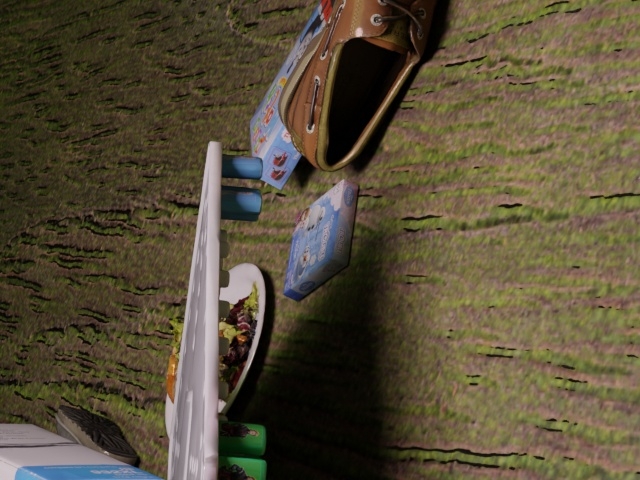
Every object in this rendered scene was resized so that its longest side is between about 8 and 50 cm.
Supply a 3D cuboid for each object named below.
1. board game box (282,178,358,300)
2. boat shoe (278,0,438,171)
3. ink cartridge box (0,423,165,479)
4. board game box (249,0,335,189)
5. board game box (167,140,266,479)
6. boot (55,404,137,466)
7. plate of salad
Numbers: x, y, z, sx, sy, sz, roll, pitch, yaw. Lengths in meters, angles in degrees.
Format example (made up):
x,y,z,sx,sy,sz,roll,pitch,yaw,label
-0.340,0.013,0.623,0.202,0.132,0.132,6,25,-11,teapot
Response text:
x,y,z,sx,sy,sz,roll,pitch,yaw,label
0.000,0.000,1.843,0.090,0.020,0.090,-36,37,48,board game box
0.062,-0.204,1.810,0.104,0.111,0.307,-118,45,-57,boat shoe
-0.279,0.311,1.888,0.307,0.129,0.223,10,97,57,ink cartridge box
-0.005,-0.172,1.969,0.211,0.039,0.160,-60,14,18,board game box
-0.092,0.183,1.634,0.390,0.050,0.390,-93,11,-49,board game box
-0.279,0.298,2.118,0.208,0.076,0.189,-70,22,9,boot
-0.115,0.112,1.952,0.200,0.048,0.200,-48,28,37,plate of salad
